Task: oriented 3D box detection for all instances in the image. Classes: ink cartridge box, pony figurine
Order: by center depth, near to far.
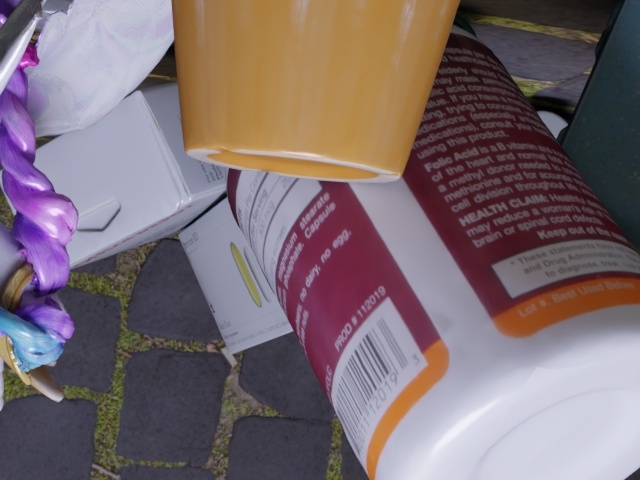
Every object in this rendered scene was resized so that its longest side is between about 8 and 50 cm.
[{"bbox_3d":[-0.259,-0.101,0.967,0.363,0.351,0.303,34,-164,6],"label":"pony figurine"},{"bbox_3d":[-0.150,-0.079,1.459,0.211,0.121,0.289,-26,179,31],"label":"ink cartridge box"}]

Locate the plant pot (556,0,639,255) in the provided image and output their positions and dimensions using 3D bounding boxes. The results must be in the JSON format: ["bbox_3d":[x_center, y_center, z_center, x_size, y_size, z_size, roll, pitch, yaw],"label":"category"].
[{"bbox_3d":[0.310,-0.067,1.068,0.252,0.247,0.248,24,179,6],"label":"plant pot"}]

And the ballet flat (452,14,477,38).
[{"bbox_3d":[0.018,-0.176,1.212,0.247,0.083,0.087,7,153,1],"label":"ballet flat"}]

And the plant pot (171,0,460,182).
[{"bbox_3d":[-0.006,-0.135,0.834,0.205,0.187,0.205,7,177,0],"label":"plant pot"}]

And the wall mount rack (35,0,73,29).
[{"bbox_3d":[-0.335,-0.174,1.421,0.350,0.130,0.304,8,177,-9],"label":"wall mount rack"}]

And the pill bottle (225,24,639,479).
[{"bbox_3d":[0.068,-0.009,0.982,0.224,0.392,0.224,-19,144,-14],"label":"pill bottle"}]

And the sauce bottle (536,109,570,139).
[{"bbox_3d":[0.271,-0.093,1.715,0.111,0.111,0.344,6,179,11],"label":"sauce bottle"}]

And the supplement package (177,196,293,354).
[{"bbox_3d":[0.000,0.000,1.435,0.204,0.145,0.262,-23,177,-21],"label":"supplement package"}]
